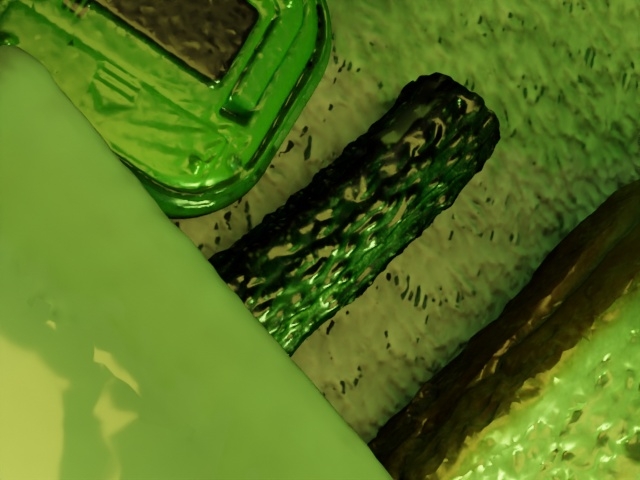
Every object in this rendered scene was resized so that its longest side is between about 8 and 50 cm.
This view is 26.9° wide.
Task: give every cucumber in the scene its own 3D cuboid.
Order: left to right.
[{"bbox_3d":[0.000,0.001,0.564,0.187,0.058,0.058,-41,100,-19],"label":"cucumber"}]

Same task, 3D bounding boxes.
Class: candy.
[{"bbox_3d":[-0.060,0.123,0.451,0.359,0.208,0.145,49,64,-10],"label":"candy"}]

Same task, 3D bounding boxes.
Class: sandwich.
[{"bbox_3d":[0.179,0.126,0.599,0.254,0.099,0.288,-40,100,-19],"label":"sandwich"}]

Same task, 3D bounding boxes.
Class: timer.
[{"bbox_3d":[-0.068,-0.085,0.548,0.140,0.047,0.128,35,73,-15],"label":"timer"}]
